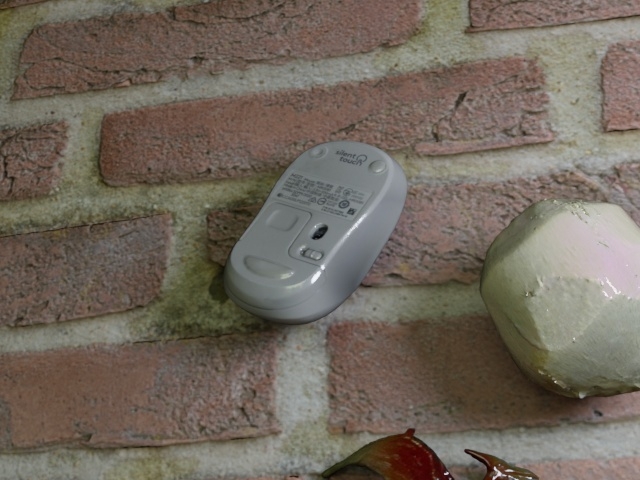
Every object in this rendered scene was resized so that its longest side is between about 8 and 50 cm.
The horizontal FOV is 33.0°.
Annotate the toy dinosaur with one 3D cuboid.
[{"bbox_3d":[0.145,0.331,1.250,0.327,0.112,0.206,12,40,10],"label":"toy dinosaur"}]

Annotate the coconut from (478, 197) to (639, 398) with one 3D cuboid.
[{"bbox_3d":[0.308,0.074,1.255,0.227,0.227,0.230,-31,54,-2],"label":"coconut"}]

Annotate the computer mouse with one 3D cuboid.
[{"bbox_3d":[0.000,0.000,1.442,0.184,0.121,0.296,11,52,30],"label":"computer mouse"}]
